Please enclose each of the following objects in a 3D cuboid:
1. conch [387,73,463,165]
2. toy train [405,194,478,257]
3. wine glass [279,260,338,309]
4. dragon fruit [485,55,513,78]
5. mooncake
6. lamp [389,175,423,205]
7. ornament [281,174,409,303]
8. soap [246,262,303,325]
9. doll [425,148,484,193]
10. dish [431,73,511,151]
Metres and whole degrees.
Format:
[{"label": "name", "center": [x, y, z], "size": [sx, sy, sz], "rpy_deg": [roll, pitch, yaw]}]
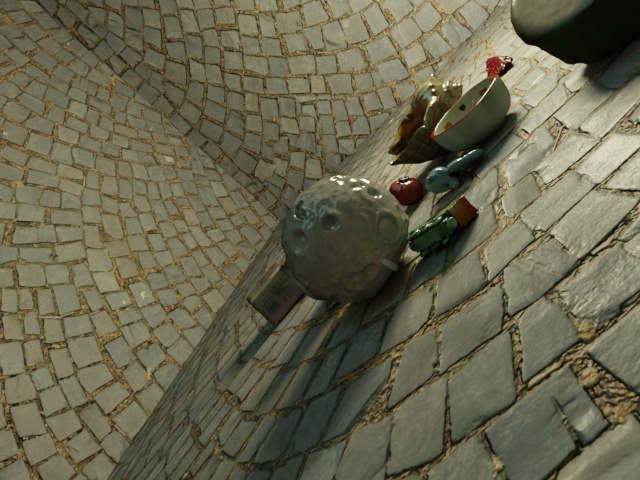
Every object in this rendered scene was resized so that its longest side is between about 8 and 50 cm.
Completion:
[{"label": "conch", "center": [0.369, -0.367, 1.963], "size": [0.297, 0.210, 0.352], "rpy_deg": [-61, -5, -51]}, {"label": "toy train", "center": [0.281, -0.028, 1.390], "size": [0.118, 0.074, 0.176], "rpy_deg": [-43, 1, -30]}, {"label": "wine glass", "center": [-0.019, 0.110, 1.737], "size": [0.111, 0.204, 0.111], "rpy_deg": [-51, 7, 9]}, {"label": "dragon fruit", "center": [0.673, -0.645, 2.156], "size": [0.131, 0.063, 0.097], "rpy_deg": [152, 125, -63]}, {"label": "mooncake", "center": [0.645, -0.611, 1.408], "size": [0.356, 0.194, 0.356], "rpy_deg": [-39, 43, 49]}, {"label": "lamp", "center": [0.267, -0.155, 1.835], "size": [0.107, 0.092, 0.107], "rpy_deg": [-12, 26, 6]}, {"label": "ornament", "center": [0.057, -0.011, 1.508], "size": [0.337, 0.337, 0.337], "rpy_deg": [-46, 10, 11]}, {"label": "soap", "center": [-0.167, 0.197, 2.206], "size": [0.199, 0.138, 0.182], "rpy_deg": [-50, 9, -8]}, {"label": "doll", "center": [0.373, -0.181, 1.607], "size": [0.180, 0.075, 0.120], "rpy_deg": [-25, -22, 16]}, {"label": "dish", "center": [0.459, -0.358, 1.730], "size": [0.256, 0.117, 0.256], "rpy_deg": [-45, 10, 11]}]
